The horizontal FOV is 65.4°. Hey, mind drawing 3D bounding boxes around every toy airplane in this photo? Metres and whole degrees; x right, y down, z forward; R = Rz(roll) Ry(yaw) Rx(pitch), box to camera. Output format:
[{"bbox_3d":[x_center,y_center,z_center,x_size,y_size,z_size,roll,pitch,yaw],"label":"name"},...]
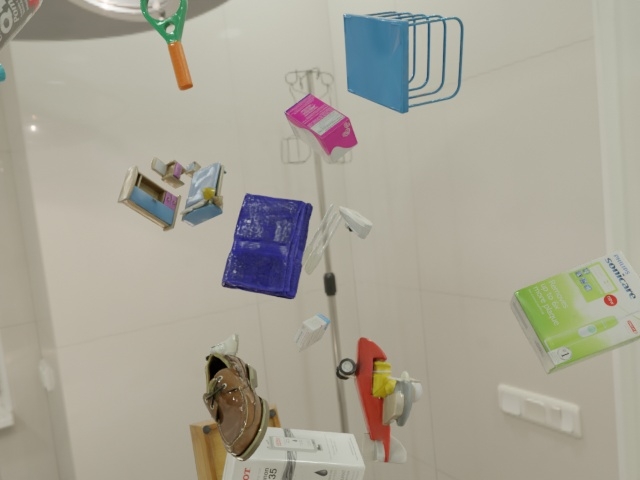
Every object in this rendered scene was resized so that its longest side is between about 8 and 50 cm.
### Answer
[{"bbox_3d":[0.230,0.565,1.710,0.272,0.385,0.386,-13,23,-10],"label":"toy airplane"}]

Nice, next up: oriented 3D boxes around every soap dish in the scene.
[{"bbox_3d":[-0.242,0.651,1.555,0.290,0.229,0.118,-6,-25,-24],"label":"soap dish"}]

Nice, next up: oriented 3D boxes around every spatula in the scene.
[{"bbox_3d":[0.000,0.000,1.689,0.019,0.242,0.168,26,-5,23],"label":"spatula"}]

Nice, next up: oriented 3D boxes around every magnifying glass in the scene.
[{"bbox_3d":[-0.292,-0.406,0.979,0.092,0.231,0.026,-17,-8,6],"label":"magnifying glass"}]

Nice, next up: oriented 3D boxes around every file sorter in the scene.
[{"bbox_3d":[0.119,-0.274,0.740,0.104,0.118,0.170,-17,32,-18],"label":"file sorter"}]

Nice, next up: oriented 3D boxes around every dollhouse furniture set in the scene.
[{"bbox_3d":[-0.457,-0.212,1.627,0.303,0.287,0.198,-18,-37,29],"label":"dollhouse furniture set"}]

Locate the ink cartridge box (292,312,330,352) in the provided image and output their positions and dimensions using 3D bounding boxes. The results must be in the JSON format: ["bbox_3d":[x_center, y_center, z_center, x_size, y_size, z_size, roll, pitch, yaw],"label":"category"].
[{"bbox_3d":[-0.044,0.373,2.021,0.061,0.104,0.181,34,22,21],"label":"ink cartridge box"}]

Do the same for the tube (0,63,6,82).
[{"bbox_3d":[-0.827,-0.368,1.134,0.080,0.052,0.207,31,35,8],"label":"tube"}]

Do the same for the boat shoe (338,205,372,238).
[{"bbox_3d":[0.105,-0.057,1.589,0.066,0.063,0.184,12,16,-35],"label":"boat shoe"}]

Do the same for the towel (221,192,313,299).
[{"bbox_3d":[-0.156,0.009,1.481,0.227,0.308,0.076,9,-21,6],"label":"towel"}]

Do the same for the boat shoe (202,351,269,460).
[{"bbox_3d":[-0.180,0.311,0.967,0.111,0.104,0.307,-52,17,-5],"label":"boat shoe"}]

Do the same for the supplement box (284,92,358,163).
[{"bbox_3d":[0.001,-0.355,1.571,0.114,0.111,0.220,-38,50,-8],"label":"supplement box"}]

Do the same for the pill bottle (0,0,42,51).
[{"bbox_3d":[-0.634,-0.385,0.850,0.176,0.319,0.176,8,-33,6],"label":"pill bottle"}]

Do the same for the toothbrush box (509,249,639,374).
[{"bbox_3d":[0.659,0.182,1.251,0.283,0.206,0.122,-21,-26,3],"label":"toothbrush box"}]

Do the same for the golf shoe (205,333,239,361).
[{"bbox_3d":[-0.358,0.402,1.817,0.086,0.176,0.069,15,36,-32],"label":"golf shoe"}]

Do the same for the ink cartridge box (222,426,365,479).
[{"bbox_3d":[-0.068,0.534,1.093,0.282,0.207,0.117,9,13,-12],"label":"ink cartridge box"}]
